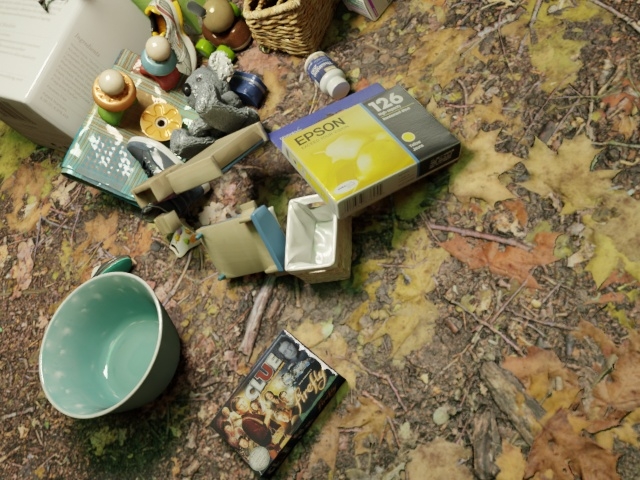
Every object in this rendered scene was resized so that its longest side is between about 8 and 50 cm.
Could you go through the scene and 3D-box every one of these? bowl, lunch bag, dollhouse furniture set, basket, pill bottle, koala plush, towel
[{"bbox_3d":[-0.427,0.240,1.546,0.311,0.163,0.312,-11,63,22],"label":"bowl"},{"bbox_3d":[-0.184,-0.380,1.781,0.098,0.067,0.065,23,77,33],"label":"lunch bag"},{"bbox_3d":[-0.196,-0.057,1.587,0.286,0.303,0.198,-16,19,36],"label":"dollhouse furniture set"},{"bbox_3d":[-0.073,-0.636,1.733,0.213,0.223,0.299,20,76,17],"label":"basket"},{"bbox_3d":[0.018,-0.385,1.686,0.067,0.067,0.120,-39,56,4],"label":"pill bottle"},{"bbox_3d":[0.000,0.000,1.491,0.113,0.103,0.167,-8,63,22],"label":"basket"},{"bbox_3d":[-0.256,-0.323,1.709,0.196,0.203,0.221,-48,52,37],"label":"koala plush"},{"bbox_3d":[-0.449,-0.277,1.793,0.271,0.040,0.370,22,74,-5],"label":"towel"}]

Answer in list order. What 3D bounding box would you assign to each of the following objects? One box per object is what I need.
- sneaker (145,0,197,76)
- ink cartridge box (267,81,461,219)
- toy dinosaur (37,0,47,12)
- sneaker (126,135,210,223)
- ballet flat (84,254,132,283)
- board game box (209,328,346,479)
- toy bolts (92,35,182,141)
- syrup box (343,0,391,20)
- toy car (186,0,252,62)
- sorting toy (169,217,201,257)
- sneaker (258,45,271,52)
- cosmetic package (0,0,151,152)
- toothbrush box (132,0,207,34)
[{"bbox_3d":[-0.396,-0.517,1.870,0.088,0.225,0.093,2,33,35],"label":"sneaker"},{"bbox_3d":[0.083,-0.217,1.514,0.303,0.072,0.307,-28,57,-16],"label":"ink cartridge box"},{"bbox_3d":[-0.651,-0.629,1.739,0.118,0.064,0.268,-40,54,-5],"label":"toy dinosaur"},{"bbox_3d":[-0.396,-0.138,1.684,0.226,0.086,0.163,34,58,5],"label":"sneaker"},{"bbox_3d":[-0.535,0.105,1.720,0.074,0.074,0.203,34,87,33],"label":"ballet flat"},{"bbox_3d":[-0.087,0.319,1.418,0.165,0.042,0.243,35,84,34],"label":"board game box"},{"bbox_3d":[-0.408,-0.374,1.724,0.218,0.158,0.229,31,72,-1],"label":"toy bolts"},{"bbox_3d":[0.155,-0.658,1.733,0.093,0.096,0.237,36,84,33],"label":"syrup box"},{"bbox_3d":[-0.271,-0.577,1.842,0.149,0.188,0.155,25,79,32],"label":"toy car"},{"bbox_3d":[-0.327,-0.003,1.694,0.083,0.045,0.075,39,106,34],"label":"sorting toy"},{"bbox_3d":[-0.133,-0.519,1.843,0.035,0.031,0.083,17,69,41],"label":"sneaker"},{"bbox_3d":[-0.675,-0.470,1.903,0.329,0.327,0.394,17,76,31],"label":"cosmetic package"},{"bbox_3d":[-0.455,-0.684,1.924,0.206,0.283,0.122,6,70,28],"label":"toothbrush box"}]
